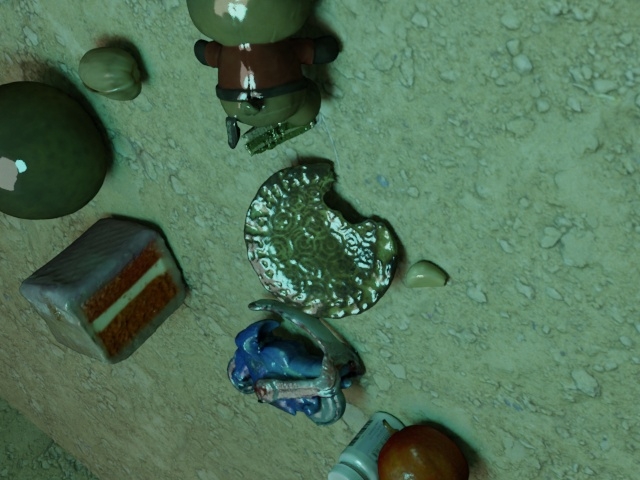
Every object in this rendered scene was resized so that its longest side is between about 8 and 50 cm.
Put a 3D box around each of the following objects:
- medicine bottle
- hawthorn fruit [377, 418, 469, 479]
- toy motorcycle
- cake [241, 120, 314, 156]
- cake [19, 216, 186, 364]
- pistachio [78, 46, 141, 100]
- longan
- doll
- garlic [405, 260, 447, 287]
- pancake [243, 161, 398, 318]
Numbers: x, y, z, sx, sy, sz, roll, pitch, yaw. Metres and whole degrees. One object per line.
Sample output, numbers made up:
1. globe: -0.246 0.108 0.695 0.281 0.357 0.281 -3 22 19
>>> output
1. medicine bottle: 0.105 0.471 1.938 0.102 0.186 0.103 27 140 25
2. hawthorn fruit: 0.198 0.466 1.852 0.225 0.196 0.196 54 147 12
3. toy motorcycle: -0.062 0.259 1.956 0.319 0.241 0.182 16 176 28
4. cake: -0.081 -0.189 1.529 0.055 0.140 0.051 12 126 59
5. cake: -0.508 0.114 2.123 0.230 0.309 0.237 16 139 42
6. pistachio: -0.415 -0.328 1.753 0.149 0.113 0.113 10 132 35
7. longan: -0.630 -0.193 1.961 0.318 0.319 0.319 27 141 25
8. doll: -0.105 -0.314 1.373 0.235 0.174 0.330 2 118 20
9. garlic: 0.184 0.064 1.584 0.083 0.041 0.053 0 130 37
10. pancake: 0.000 0.000 1.609 0.288 0.033 0.286 6 100 9
